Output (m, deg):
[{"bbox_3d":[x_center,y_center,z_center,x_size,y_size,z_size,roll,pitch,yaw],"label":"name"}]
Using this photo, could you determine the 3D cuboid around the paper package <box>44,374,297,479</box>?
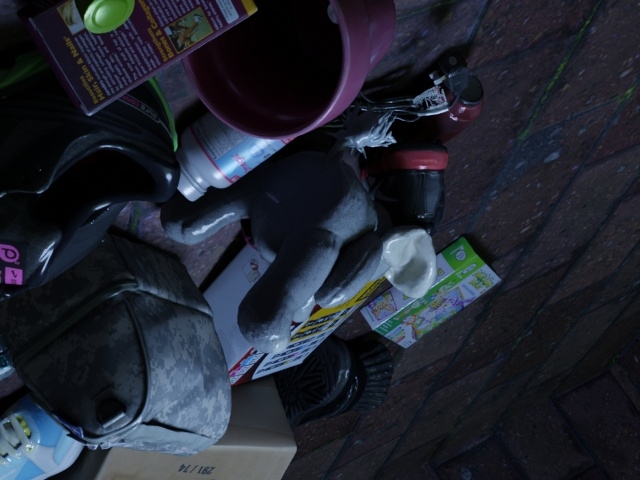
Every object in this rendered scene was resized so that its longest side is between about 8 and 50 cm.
[{"bbox_3d":[-0.242,0.359,2.045,0.324,0.168,0.309,7,126,-31],"label":"paper package"}]

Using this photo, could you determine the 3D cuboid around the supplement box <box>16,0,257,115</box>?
[{"bbox_3d":[-0.168,-0.211,1.185,0.188,0.104,0.081,-33,-156,-10],"label":"supplement box"}]

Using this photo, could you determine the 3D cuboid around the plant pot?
[{"bbox_3d":[-0.017,-0.220,1.332,0.201,0.201,0.180,-49,170,34],"label":"plant pot"}]

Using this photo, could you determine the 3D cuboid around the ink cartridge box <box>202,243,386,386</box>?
[{"bbox_3d":[-0.030,0.079,1.986,0.272,0.130,0.309,-14,157,-43],"label":"ink cartridge box"}]

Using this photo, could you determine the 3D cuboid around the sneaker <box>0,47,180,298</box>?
[{"bbox_3d":[-0.348,-0.035,1.217,0.482,0.202,0.185,-26,157,-19],"label":"sneaker"}]

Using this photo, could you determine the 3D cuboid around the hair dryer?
[{"bbox_3d":[0.111,-0.183,1.761,0.223,0.080,0.293,-11,161,12],"label":"hair dryer"}]

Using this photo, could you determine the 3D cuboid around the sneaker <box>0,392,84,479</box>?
[{"bbox_3d":[-0.485,0.312,1.878,0.319,0.127,0.208,-43,158,21],"label":"sneaker"}]

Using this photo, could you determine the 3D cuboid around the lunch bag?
[{"bbox_3d":[-0.253,0.157,1.691,0.212,0.256,0.305,-37,158,8],"label":"lunch bag"}]

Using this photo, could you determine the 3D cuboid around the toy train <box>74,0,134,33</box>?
[{"bbox_3d":[-0.208,-0.228,1.081,0.248,0.143,0.105,-42,157,20],"label":"toy train"}]

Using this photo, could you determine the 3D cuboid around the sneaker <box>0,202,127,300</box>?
[{"bbox_3d":[-0.284,-0.037,1.471,0.286,0.109,0.130,-35,167,31],"label":"sneaker"}]

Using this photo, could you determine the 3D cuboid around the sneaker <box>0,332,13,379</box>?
[{"bbox_3d":[-0.471,0.184,1.713,0.166,0.065,0.076,-21,159,-25],"label":"sneaker"}]

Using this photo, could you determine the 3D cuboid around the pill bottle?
[{"bbox_3d":[-0.108,-0.119,1.536,0.160,0.087,0.087,-36,159,7],"label":"pill bottle"}]

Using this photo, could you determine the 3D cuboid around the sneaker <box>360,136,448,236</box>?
[{"bbox_3d":[0.114,-0.059,1.833,0.097,0.135,0.276,0,174,-9],"label":"sneaker"}]

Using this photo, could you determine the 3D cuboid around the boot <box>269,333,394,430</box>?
[{"bbox_3d":[0.047,0.254,2.485,0.260,0.131,0.348,-11,161,-32],"label":"boot"}]

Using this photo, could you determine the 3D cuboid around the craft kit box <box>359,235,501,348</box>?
[{"bbox_3d":[0.221,0.106,2.533,0.246,0.061,0.250,-39,158,7],"label":"craft kit box"}]

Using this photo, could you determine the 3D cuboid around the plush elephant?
[{"bbox_3d":[0.000,0.000,1.684,0.330,0.272,0.255,-44,145,-8],"label":"plush elephant"}]
